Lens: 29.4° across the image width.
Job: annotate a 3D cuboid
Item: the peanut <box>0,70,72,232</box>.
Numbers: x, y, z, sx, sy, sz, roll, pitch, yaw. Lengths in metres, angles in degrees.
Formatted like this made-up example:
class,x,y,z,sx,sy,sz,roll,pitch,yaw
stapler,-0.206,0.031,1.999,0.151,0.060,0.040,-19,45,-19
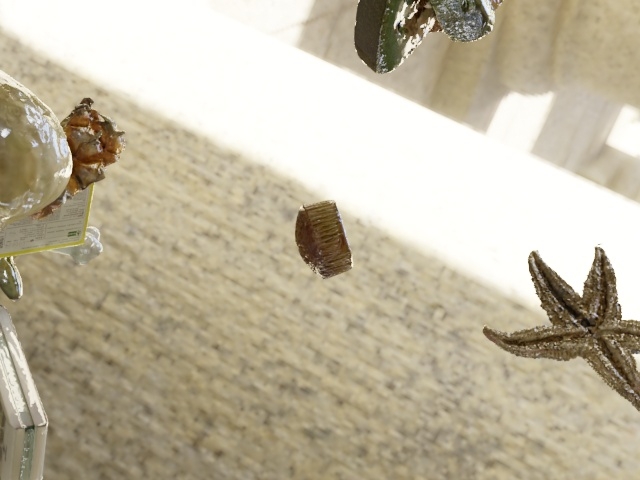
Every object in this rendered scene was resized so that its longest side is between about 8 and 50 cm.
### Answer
class,x,y,z,sx,sy,sz,roll,pitch,yaw
peanut,-0.287,-0.085,0.909,0.129,0.224,0.129,-47,161,-22

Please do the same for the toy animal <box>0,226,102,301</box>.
class,x,y,z,sx,sy,sz,roll,pitch,yaw
toy animal,-0.516,-0.030,1.778,0.181,0.363,0.180,-58,-166,-22

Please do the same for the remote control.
class,x,y,z,sx,sy,sz,roll,pitch,yaw
remote control,-0.422,0.204,1.628,0.055,0.277,0.103,-2,121,-26

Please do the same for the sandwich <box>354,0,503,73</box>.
class,x,y,z,sx,sy,sz,roll,pitch,yaw
sandwich,0.196,-0.362,1.804,0.301,0.162,0.250,-24,146,-42

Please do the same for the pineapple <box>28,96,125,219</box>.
class,x,y,z,sx,sy,sz,roll,pitch,yaw
pineapple,-0.271,-0.079,1.249,0.137,0.116,0.069,-48,114,-27

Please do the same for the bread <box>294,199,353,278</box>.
class,x,y,z,sx,sy,sz,roll,pitch,yaw
bread,0.000,0.000,1.302,0.053,0.085,0.085,-16,151,-4

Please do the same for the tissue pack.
class,x,y,z,sx,sy,sz,roll,pitch,yaw
tissue pack,-0.382,-0.037,1.561,0.176,0.062,0.095,-13,123,-47

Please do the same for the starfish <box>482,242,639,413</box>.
class,x,y,z,sx,sy,sz,roll,pitch,yaw
starfish,0.296,0.096,1.365,0.043,0.240,0.227,101,-17,-46
